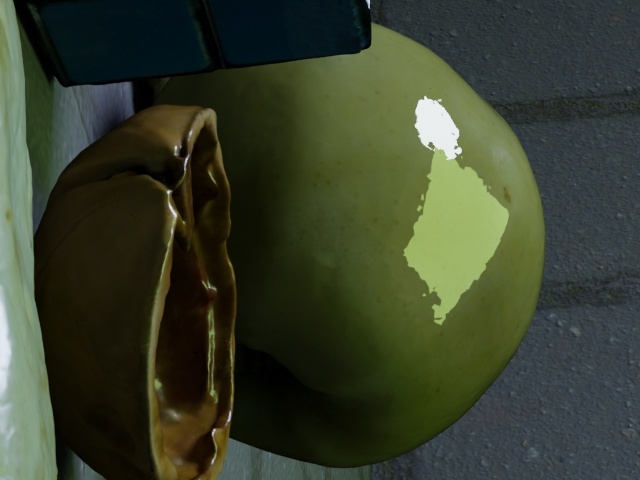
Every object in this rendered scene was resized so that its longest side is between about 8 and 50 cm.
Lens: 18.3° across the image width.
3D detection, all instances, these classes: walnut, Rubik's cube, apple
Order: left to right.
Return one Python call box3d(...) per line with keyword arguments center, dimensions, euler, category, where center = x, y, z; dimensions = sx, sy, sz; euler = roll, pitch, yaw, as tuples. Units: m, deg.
box3d(center=(-0.094, 0.035, 0.928), dimensions=(0.167, 0.087, 0.211), euler=(-79, 170, -47), category="walnut")
box3d(center=(-0.068, -0.199, 0.981), dimensions=(0.183, 0.167, 0.180), euler=(76, 9, -64), category="Rubik's cube")
box3d(center=(0.000, 0.000, 1.182), dimensions=(0.262, 0.262, 0.262), euler=(-5, 90, -85), category="apple")

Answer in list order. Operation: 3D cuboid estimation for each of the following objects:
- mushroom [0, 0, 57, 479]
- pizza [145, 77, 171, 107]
box3d(center=(-0.125, 0.036, 0.642), dimensions=(0.100, 0.081, 0.312), euler=(88, -1, -59), category="mushroom")
box3d(center=(-0.097, -0.110, 1.294), dimensions=(0.160, 0.035, 0.099), euler=(79, 8, -45), category="pizza")
